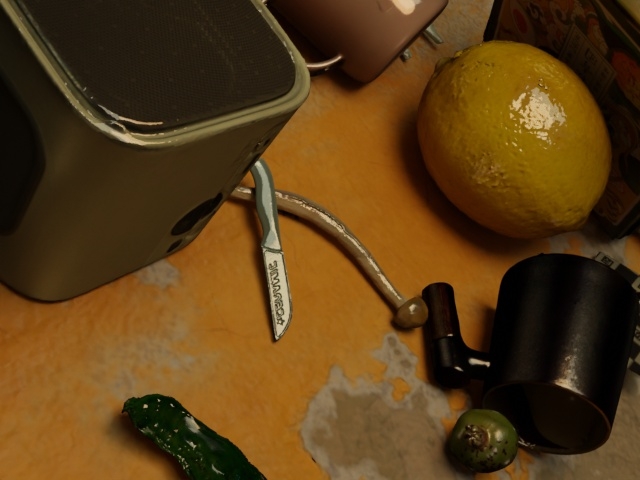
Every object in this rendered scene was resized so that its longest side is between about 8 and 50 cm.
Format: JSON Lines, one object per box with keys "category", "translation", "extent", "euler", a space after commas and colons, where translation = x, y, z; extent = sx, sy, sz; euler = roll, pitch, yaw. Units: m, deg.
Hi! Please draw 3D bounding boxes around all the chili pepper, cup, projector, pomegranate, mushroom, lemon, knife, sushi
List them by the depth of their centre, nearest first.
{"category": "chili pepper", "translation": [-0.077, 0.251, 0.716], "extent": [0.122, 0.065, 0.279], "euler": [-11, 64, -30]}
{"category": "projector", "translation": [-0.197, -0.126, 0.770], "extent": [0.248, 0.249, 0.248], "euler": [-26, 76, -44]}
{"category": "pomegranate", "translation": [0.176, 0.215, 0.901], "extent": [0.073, 0.084, 0.073], "euler": [0, 85, -2]}
{"category": "knife", "translation": [-0.053, 0.007, 0.917], "extent": [0.028, 0.015, 0.210], "euler": [1, 68, -31]}
{"category": "mushroom", "translation": [0.002, -0.002, 0.972], "extent": [0.306, 0.043, 0.068], "euler": [37, 26, -5]}
{"category": "cup", "translation": [0.240, 0.134, 0.993], "extent": [0.177, 0.239, 0.166], "euler": [-65, 146, -38]}
{"category": "lemon", "translation": [0.249, -0.131, 1.100], "extent": [0.263, 0.236, 0.236], "euler": [24, 45, 8]}
{"category": "cup", "translation": [0.029, -0.313, 1.125], "extent": [0.200, 0.191, 0.253], "euler": [46, 75, -3]}
{"category": "sushi", "translation": [0.413, 0.111, 1.176], "extent": [0.139, 0.031, 0.201], "euler": [33, 45, 13]}

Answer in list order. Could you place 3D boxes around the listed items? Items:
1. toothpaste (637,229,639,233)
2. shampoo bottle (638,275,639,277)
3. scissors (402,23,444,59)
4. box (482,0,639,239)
{"category": "toothpaste", "translation": [0.460, -0.117, 1.356], "extent": [0.100, 0.066, 0.323], "euler": [-24, 70, -42]}
{"category": "shampoo bottle", "translation": [0.524, 0.130, 1.234], "extent": [0.069, 0.041, 0.191], "euler": [-17, 70, -34]}
{"category": "scissors", "translation": [0.056, -0.439, 1.324], "extent": [0.256, 0.029, 0.384], "euler": [-22, 74, -42]}
{"category": "box", "translation": [0.396, -0.235, 1.141], "extent": [0.138, 0.420, 0.373], "euler": [-32, 74, -8]}
